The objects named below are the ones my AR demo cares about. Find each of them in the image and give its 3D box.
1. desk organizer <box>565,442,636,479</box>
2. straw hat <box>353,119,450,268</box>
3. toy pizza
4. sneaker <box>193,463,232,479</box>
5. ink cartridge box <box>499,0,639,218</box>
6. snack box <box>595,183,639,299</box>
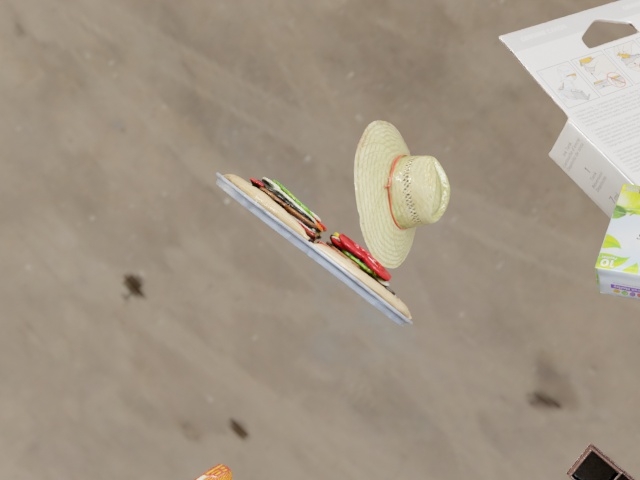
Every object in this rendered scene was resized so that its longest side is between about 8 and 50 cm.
[{"bbox_3d":[0.346,0.293,1.729,0.130,0.047,0.050,39,-177,9],"label":"desk organizer"},{"bbox_3d":[0.090,-0.047,1.447,0.061,0.144,0.144,-5,123,30],"label":"straw hat"},{"bbox_3d":[0.000,0.000,1.230,0.201,0.032,0.201,38,180,0],"label":"toy pizza"},{"bbox_3d":[-0.124,0.276,1.335,0.067,0.175,0.064,31,155,7],"label":"sneaker"},{"bbox_3d":[0.369,-0.152,1.689,0.261,0.296,0.066,51,141,25],"label":"ink cartridge box"},{"bbox_3d":[0.311,0.009,1.263,0.141,0.100,0.037,9,143,22],"label":"snack box"}]
